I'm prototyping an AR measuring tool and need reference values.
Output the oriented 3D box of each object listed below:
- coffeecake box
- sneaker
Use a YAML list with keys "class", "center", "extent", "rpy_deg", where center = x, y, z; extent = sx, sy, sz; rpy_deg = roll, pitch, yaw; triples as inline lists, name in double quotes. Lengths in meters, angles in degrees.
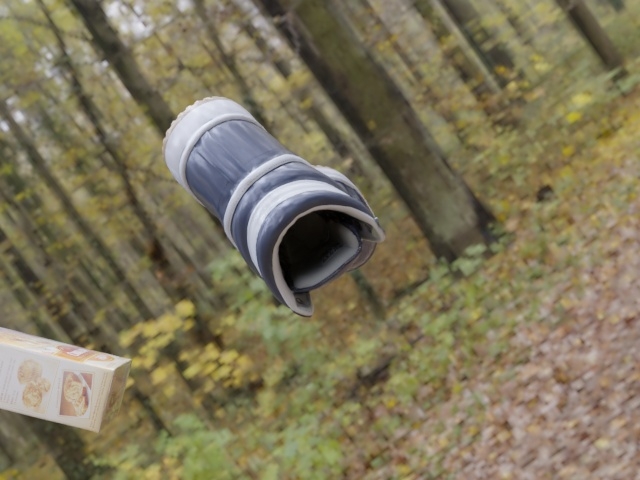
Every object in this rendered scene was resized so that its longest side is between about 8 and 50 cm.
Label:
- class: "coffeecake box"
  center: [-0.300, 0.136, 1.211]
  extent: [0.142, 0.186, 0.068]
  rpy_deg: [150, 134, -87]
- class: "sneaker"
  center: [0.000, 0.000, 0.930]
  extent: [0.099, 0.153, 0.282]
  rpy_deg: [-49, -33, 4]
